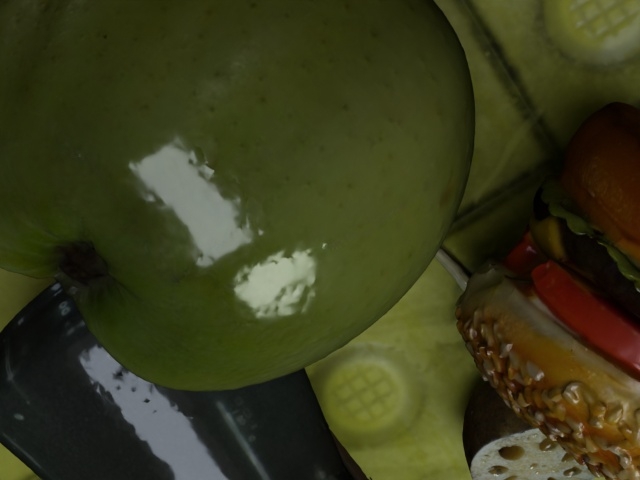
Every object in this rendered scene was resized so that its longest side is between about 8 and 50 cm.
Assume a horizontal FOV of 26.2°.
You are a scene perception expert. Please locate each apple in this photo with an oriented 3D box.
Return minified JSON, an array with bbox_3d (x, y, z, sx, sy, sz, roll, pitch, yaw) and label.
[{"bbox_3d":[-0.070,-0.079,0.989,0.320,0.360,0.311,19,142,27],"label":"apple"}]

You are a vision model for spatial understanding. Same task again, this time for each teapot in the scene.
[{"bbox_3d":[-0.075,0.175,1.099,0.253,0.300,0.344,-41,78,24],"label":"teapot"}]

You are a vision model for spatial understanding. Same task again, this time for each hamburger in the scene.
[{"bbox_3d":[0.279,0.066,1.072,0.330,0.330,0.250,31,108,-14],"label":"hamburger"}]

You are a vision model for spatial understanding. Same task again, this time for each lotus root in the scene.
[{"bbox_3d":[0.189,0.171,1.219,0.122,0.081,0.112,4,144,-5],"label":"lotus root"}]

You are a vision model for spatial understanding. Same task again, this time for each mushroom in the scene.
[{"bbox_3d":[0.117,0.029,1.209,0.286,0.026,0.028,33,122,-17],"label":"mushroom"}]
